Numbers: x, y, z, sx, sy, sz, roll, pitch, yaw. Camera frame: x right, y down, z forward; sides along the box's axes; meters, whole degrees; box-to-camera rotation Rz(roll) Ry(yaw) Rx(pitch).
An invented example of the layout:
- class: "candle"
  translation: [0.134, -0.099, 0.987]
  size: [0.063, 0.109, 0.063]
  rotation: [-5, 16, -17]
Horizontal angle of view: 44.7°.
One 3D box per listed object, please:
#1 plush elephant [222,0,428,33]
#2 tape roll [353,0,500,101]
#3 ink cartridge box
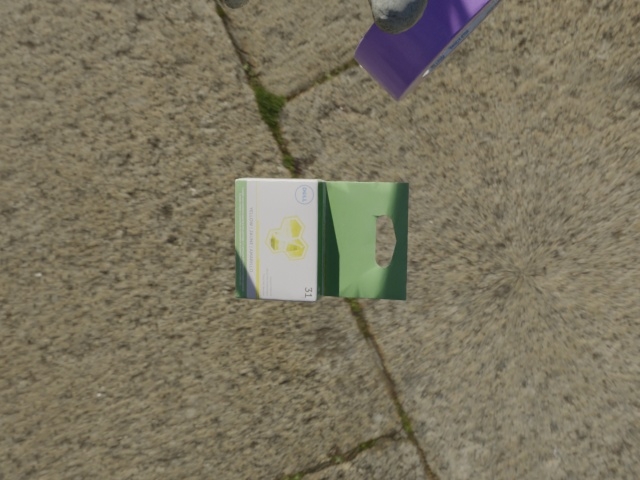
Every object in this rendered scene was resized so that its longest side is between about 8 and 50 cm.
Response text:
- class: "plush elephant"
  translation: [0.042, -0.254, 0.499]
  size: [0.330, 0.272, 0.255]
  rotation: [41, 84, 12]
- class: "tape roll"
  translation: [0.171, -0.316, 1.050]
  size: [0.090, 0.275, 0.275]
  rotation: [44, 99, 0]
- class: "ink cartridge box"
  translation: [0.000, 0.000, 1.078]
  size: [0.235, 0.056, 0.171]
  rotation: [2, 95, 16]
